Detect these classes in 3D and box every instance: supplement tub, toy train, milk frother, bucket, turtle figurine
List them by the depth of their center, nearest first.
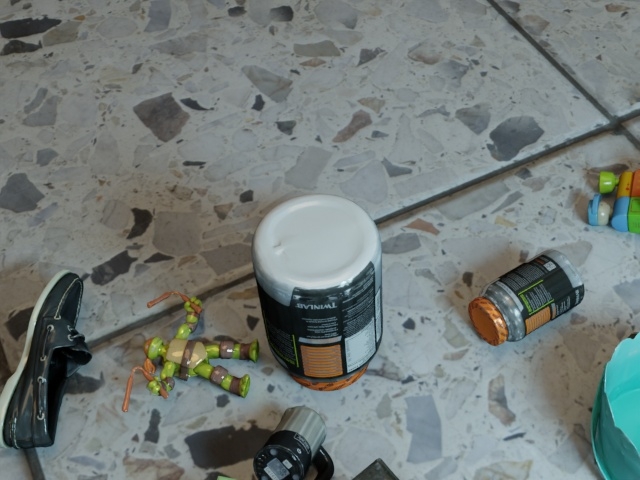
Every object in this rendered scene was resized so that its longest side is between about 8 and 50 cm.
[{"bbox_3d":[0.568,0.293,1.447,0.281,0.183,0.281,-2,51,3],"label":"bucket"},{"bbox_3d":[-0.064,0.365,1.496,0.143,0.129,0.135,-21,9,22],"label":"milk frother"},{"bbox_3d":[0.002,0.100,1.538,0.207,0.338,0.207,-2,51,2],"label":"supplement tub"},{"bbox_3d":[-0.228,0.218,1.622,0.217,0.087,0.270,13,45,4],"label":"turtle figurine"},{"bbox_3d":[0.368,0.106,1.649,0.190,0.117,0.117,-27,55,-17],"label":"supplement tub"},{"bbox_3d":[0.621,-0.119,1.828,0.143,0.105,0.248,4,51,24],"label":"toy train"}]

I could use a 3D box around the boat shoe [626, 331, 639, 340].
[{"bbox_3d":[0.634,0.209,1.577,0.227,0.081,0.069,23,54,12],"label":"boat shoe"}]

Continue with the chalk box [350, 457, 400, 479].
[{"bbox_3d":[0.034,0.496,1.329,0.289,0.179,0.180,-34,58,-20],"label":"chalk box"}]

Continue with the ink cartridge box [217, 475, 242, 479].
[{"bbox_3d":[-0.130,0.480,1.407,0.109,0.062,0.209,8,61,10],"label":"ink cartridge box"}]

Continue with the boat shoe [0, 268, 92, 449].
[{"bbox_3d":[-0.464,0.209,1.621,0.113,0.127,0.340,8,55,9],"label":"boat shoe"}]
